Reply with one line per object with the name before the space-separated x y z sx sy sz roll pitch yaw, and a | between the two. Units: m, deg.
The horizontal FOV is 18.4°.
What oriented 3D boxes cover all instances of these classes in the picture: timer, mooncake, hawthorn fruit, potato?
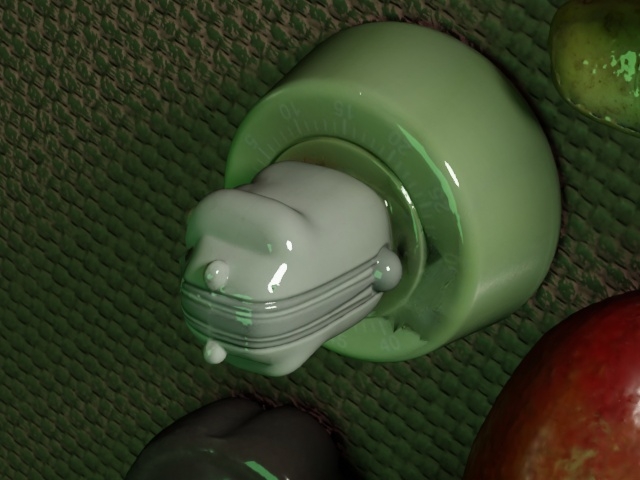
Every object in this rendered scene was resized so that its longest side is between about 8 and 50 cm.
timer | 0.000 0.000 1.627 0.290 0.315 0.291 18 122 31
mooncake | -0.073 0.271 1.937 0.245 0.133 0.245 17 121 30
hawthorn fruit | 0.251 0.192 1.568 0.295 0.295 0.311 -2 109 37
potato | 0.253 -0.131 1.526 0.170 0.080 0.107 18 114 26
